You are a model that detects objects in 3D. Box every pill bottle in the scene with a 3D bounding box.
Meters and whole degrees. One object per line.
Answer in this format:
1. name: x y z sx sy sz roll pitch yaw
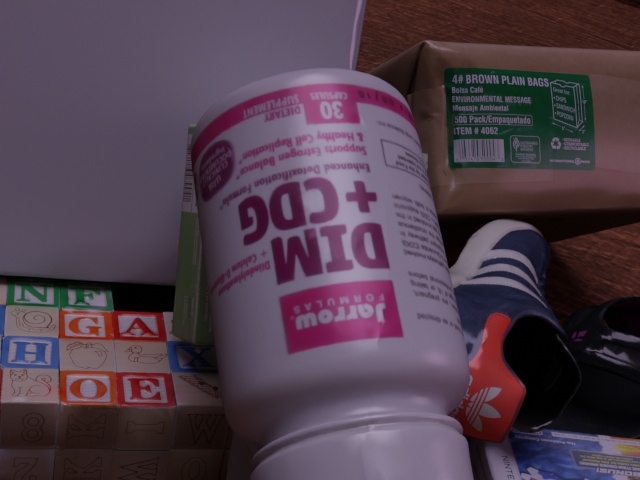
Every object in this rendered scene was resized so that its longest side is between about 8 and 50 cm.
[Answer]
1. pill bottle: 0.008 0.044 0.745 0.160 0.160 0.283 0 63 -21

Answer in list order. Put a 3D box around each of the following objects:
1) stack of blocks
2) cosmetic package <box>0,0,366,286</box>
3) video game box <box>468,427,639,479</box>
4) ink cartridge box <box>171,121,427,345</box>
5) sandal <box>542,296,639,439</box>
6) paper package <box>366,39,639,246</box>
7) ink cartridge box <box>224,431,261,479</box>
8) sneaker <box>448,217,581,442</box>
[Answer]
1. stack of blocks: -0.191 0.112 0.908 0.297 0.087 0.171 3 29 -15
2. cosmetic package: -0.169 -0.167 1.099 0.328 0.329 0.393 5 15 -15
3. video game box: 0.231 0.227 0.906 0.205 0.048 0.187 7 31 -8
4. ink cartridge box: 0.000 0.000 0.927 0.235 0.171 0.056 4 2 -29
5. sandal: 0.332 0.110 1.090 0.446 0.107 0.167 -2 30 -20
6. paper package: 0.186 -0.090 1.197 0.325 0.168 0.309 -1 -7 -23
7. ink cartridge box: 0.001 0.183 0.841 0.135 0.099 0.056 0 29 -23
8. sneaker: 0.157 0.082 0.958 0.148 0.131 0.350 29 25 18
